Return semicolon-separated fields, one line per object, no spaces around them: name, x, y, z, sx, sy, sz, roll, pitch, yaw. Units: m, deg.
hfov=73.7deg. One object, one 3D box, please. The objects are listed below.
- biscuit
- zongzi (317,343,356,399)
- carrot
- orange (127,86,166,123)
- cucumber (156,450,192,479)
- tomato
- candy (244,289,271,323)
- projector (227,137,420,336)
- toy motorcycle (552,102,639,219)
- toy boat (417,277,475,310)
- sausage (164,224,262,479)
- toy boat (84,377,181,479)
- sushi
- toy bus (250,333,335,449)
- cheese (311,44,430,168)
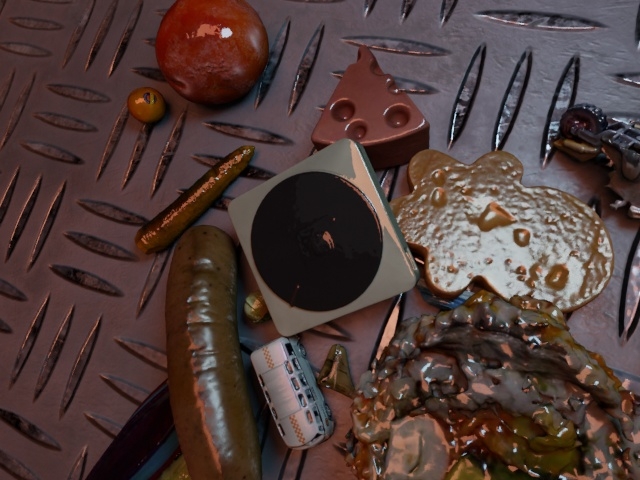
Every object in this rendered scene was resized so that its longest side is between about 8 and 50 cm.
biscuit;0.281;-0.016;0.701;0.355;0.052;0.275;23;77;16
zongzi;0.045;0.227;0.737;0.083;0.040;0.076;23;79;8
carrot;-0.251;-0.087;0.880;0.314;0.066;0.066;-41;71;1
orange;-0.386;-0.301;0.951;0.084;0.083;0.083;-3;78;16
cucumber;-0.219;0.409;0.768;0.211;0.062;0.078;-50;58;8
tomato;-0.221;-0.401;0.866;0.232;0.188;0.231;-3;76;13
candy;-0.064;0.071;0.800;0.061;0.061;0.202;41;84;20
projector;0.000;0.000;0.718;0.259;0.079;0.257;-25;85;20
toy motorcycle;0.459;-0.113;0.652;0.094;0.129;0.229;-33;56;-16
toy boat;0.234;0.057;0.725;0.105;0.034;0.149;40;78;21
sausage;-0.191;0.195;0.726;0.123;0.136;0.500;-42;52;44
toy boat;-0.333;0.385;0.799;0.136;0.079;0.392;42;90;21
sushi;0.228;0.284;0.583;0.418;0.176;0.417;-1;88;15
toy bus;-0.050;0.259;0.729;0.087;0.089;0.193;-28;73;9
cheese;0.113;-0.211;0.767;0.177;0.128;0.202;26;83;18
